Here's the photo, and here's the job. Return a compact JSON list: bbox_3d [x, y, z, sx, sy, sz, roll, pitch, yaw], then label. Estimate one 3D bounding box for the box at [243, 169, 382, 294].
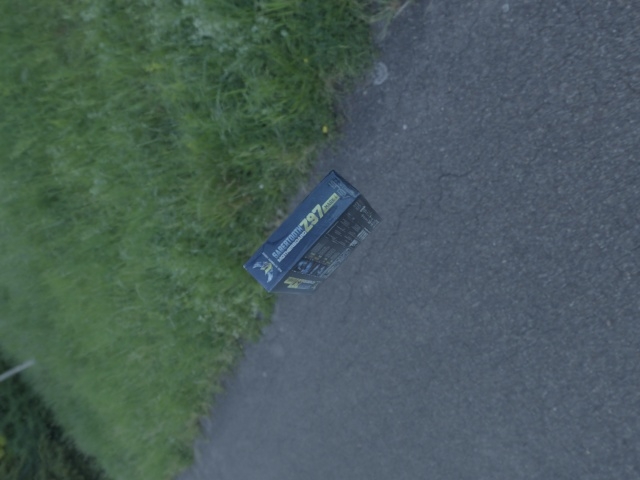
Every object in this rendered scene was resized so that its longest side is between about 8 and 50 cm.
[{"bbox_3d":[0.000,0.000,0.804,0.059,0.183,0.233,43,-175,15],"label":"box"}]
